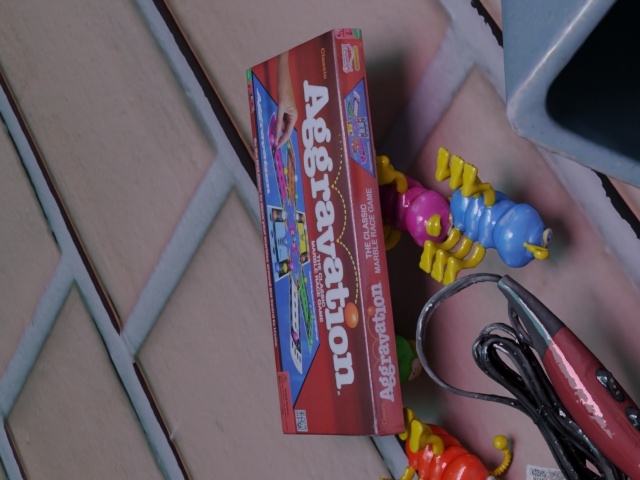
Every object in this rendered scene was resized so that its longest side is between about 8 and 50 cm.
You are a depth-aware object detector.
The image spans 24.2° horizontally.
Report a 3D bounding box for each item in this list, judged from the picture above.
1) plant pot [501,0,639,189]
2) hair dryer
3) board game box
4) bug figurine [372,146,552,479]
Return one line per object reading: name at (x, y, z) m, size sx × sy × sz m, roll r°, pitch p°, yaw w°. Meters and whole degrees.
plant pot at (0.229, -0.169, 0.685) m, size 0.248 × 0.247 × 0.252 m, roll -55°, pitch 25°, yaw 33°
hair dryer at (0.182, 0.135, 0.870) m, size 0.293 × 0.080 × 0.223 m, roll -1°, pitch 115°, yaw 40°
board game box at (0.000, 0.000, 1.085) m, size 0.145 × 0.027 × 0.281 m, roll -12°, pitch 83°, yaw 60°
bug figurine at (0.077, 0.052, 1.056) m, size 0.216 × 0.072 × 0.279 m, roll 42°, pitch 130°, yaw 50°
